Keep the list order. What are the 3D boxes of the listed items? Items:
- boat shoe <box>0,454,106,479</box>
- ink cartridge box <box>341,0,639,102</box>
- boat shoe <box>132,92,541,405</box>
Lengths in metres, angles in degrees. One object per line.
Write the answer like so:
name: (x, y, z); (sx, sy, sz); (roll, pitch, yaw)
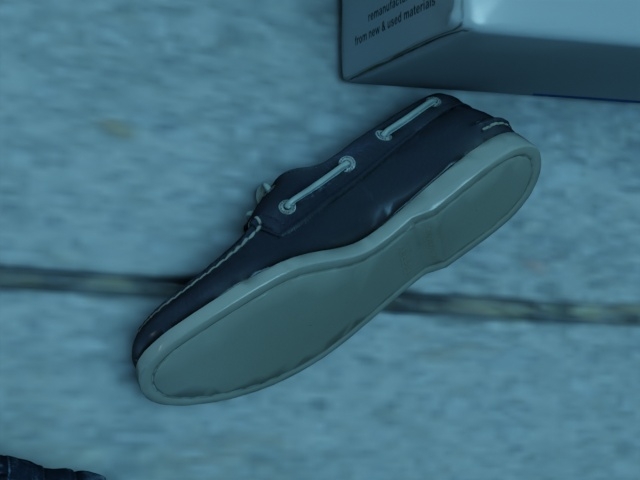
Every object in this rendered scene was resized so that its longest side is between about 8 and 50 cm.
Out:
boat shoe: (-0.133, 0.172, 0.485); (0.083, 0.065, 0.183); (12, 82, -20)
ink cartridge box: (0.130, -0.226, 0.581); (0.223, 0.129, 0.307); (1, 87, -21)
boat shoe: (0.000, 0.000, 0.565); (0.206, 0.075, 0.065); (-31, 56, -16)
